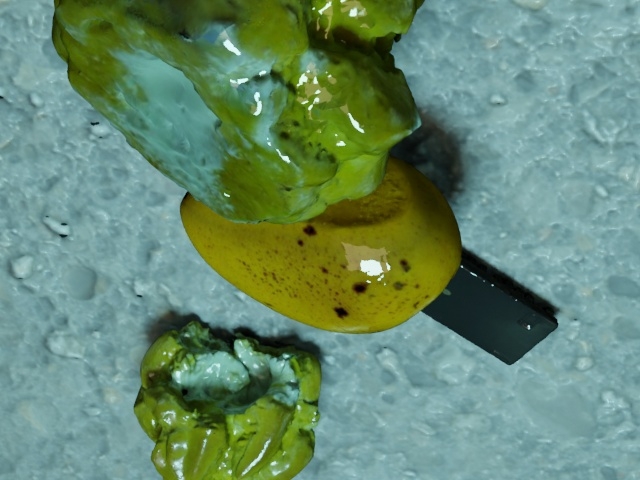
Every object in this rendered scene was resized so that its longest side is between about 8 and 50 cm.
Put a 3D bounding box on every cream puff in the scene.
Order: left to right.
[{"bbox_3d":[-0.111,0.208,2.244,0.221,0.195,0.195,10,131,13],"label":"cream puff"},{"bbox_3d":[-0.051,-0.205,1.831,0.378,0.275,0.378,31,153,18],"label":"cream puff"}]

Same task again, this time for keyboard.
[{"bbox_3d":[0.104,0.023,2.118,0.317,0.027,0.106,33,134,-12],"label":"keyboard"}]

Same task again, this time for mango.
[{"bbox_3d":[0.000,0.000,2.007,0.290,0.160,0.191,12,143,13],"label":"mango"}]
